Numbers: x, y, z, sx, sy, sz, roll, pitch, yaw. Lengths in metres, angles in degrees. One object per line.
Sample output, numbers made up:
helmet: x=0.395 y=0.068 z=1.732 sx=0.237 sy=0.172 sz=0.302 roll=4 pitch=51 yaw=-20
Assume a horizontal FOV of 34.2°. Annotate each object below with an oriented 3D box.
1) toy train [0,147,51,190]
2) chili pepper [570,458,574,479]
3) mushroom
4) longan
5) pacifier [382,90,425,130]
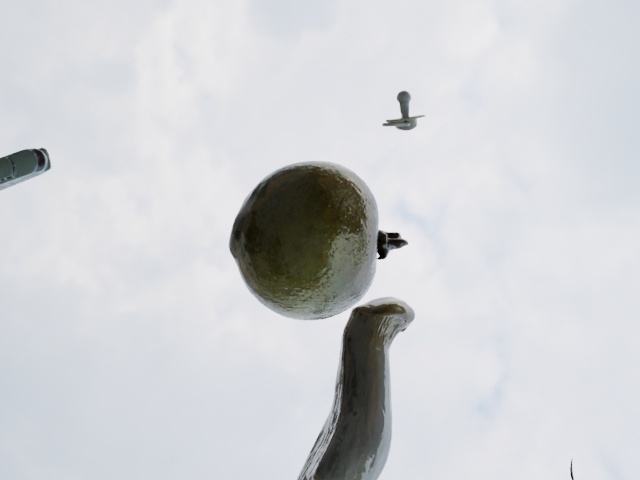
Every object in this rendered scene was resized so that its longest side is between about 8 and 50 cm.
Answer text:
toy train: x=-0.510 y=-0.091 z=1.580 sx=0.207 sy=0.047 sz=0.043 roll=-21 pitch=-98 yaw=1
chili pepper: x=0.376 y=0.397 z=1.448 sx=0.086 sy=0.084 sz=0.192 roll=-34 pitch=-126 yaw=36
mushroom: x=0.053 y=0.242 z=1.620 sx=0.159 sy=0.122 sz=0.329 roll=6 pitch=-105 yaw=39
longan: x=0.000 y=0.000 z=1.002 sx=0.155 sy=0.176 sz=0.145 roll=114 pitch=-33 yaw=-65
pacifier: x=0.131 y=-0.208 z=1.670 sx=0.083 sy=0.068 sz=0.064 roll=-129 pitch=-148 yaw=-82
